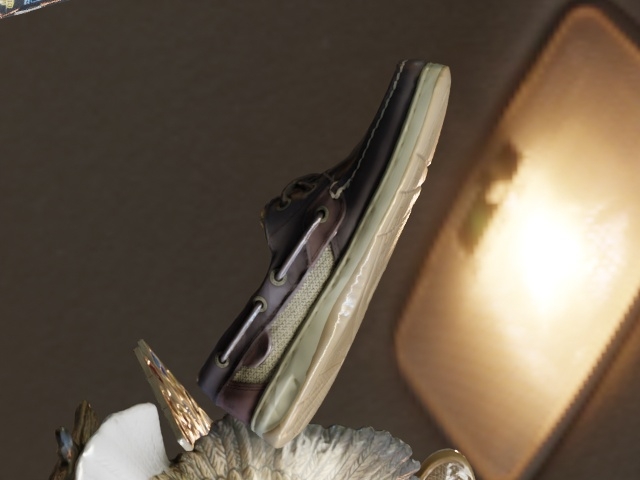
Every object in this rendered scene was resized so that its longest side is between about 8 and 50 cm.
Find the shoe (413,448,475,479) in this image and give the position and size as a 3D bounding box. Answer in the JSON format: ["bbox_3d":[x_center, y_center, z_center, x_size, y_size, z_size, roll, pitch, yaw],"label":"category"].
[{"bbox_3d":[0.103,0.290,1.801,0.058,0.077,0.219,-116,-151,-56],"label":"shoe"}]

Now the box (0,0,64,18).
[{"bbox_3d":[-0.254,-0.331,1.742,0.051,0.175,0.220,38,-45,34],"label":"box"}]

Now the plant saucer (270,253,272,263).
[{"bbox_3d":[-0.046,0.095,2.049,0.067,0.018,0.192,-69,160,-76],"label":"plant saucer"}]

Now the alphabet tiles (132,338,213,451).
[{"bbox_3d":[-0.102,0.199,1.698,0.009,0.237,0.198,-33,-131,1],"label":"alphabet tiles"}]

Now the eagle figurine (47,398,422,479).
[{"bbox_3d":[-0.074,0.232,1.410,0.298,0.225,0.226,22,-65,2],"label":"eagle figurine"}]

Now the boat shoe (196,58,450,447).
[{"bbox_3d":[0.000,0.000,1.242,0.092,0.103,0.285,26,-79,9],"label":"boat shoe"}]
